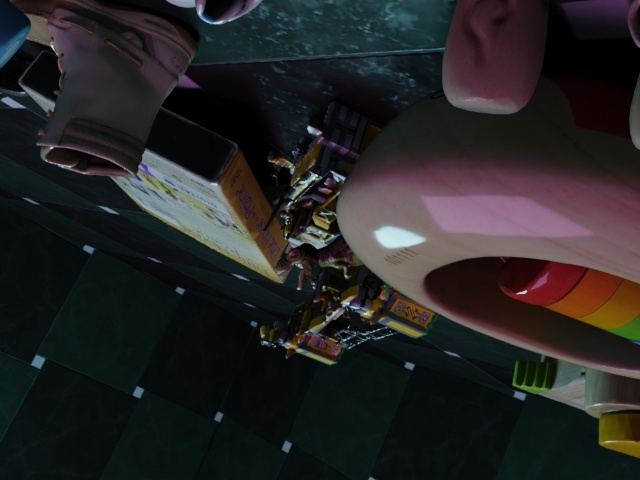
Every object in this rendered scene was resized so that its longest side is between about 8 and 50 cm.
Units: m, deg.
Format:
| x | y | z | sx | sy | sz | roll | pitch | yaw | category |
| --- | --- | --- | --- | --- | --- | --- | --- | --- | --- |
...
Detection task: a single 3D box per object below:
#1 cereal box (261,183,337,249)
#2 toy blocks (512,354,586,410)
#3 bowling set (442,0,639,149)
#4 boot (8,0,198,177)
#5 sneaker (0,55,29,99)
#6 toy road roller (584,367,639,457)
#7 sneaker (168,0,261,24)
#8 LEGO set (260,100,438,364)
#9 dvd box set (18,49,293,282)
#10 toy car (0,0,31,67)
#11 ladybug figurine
| x | y | z | sx | sy | sz | roll | pitch | yaw | category |
| --- | --- | --- | --- | --- | --- | --- | --- | --- | --- |
| -0.028 | -0.032 | 1.134 | 0.173 | 0.047 | 0.240 | 29 | 164 | -29 | cereal box |
| 0.557 | 0.234 | 1.142 | 0.382 | 0.190 | 0.261 | 21 | 156 | -8 | toy blocks |
| 0.211 | -0.114 | 0.312 | 0.287 | 0.154 | 0.200 | 11 | -177 | 30 | bowling set |
| -0.246 | -0.156 | 0.689 | 0.213 | 0.165 | 0.077 | 17 | 167 | 14 | boot |
| -0.450 | -0.228 | 0.969 | 0.170 | 0.051 | 0.089 | 22 | 168 | 12 | sneaker |
| 0.518 | 0.174 | 0.856 | 0.330 | 0.202 | 0.240 | 19 | 156 | -19 | toy road roller |
| -0.078 | -0.189 | 0.492 | 0.071 | 0.082 | 0.191 | 26 | 167 | -32 | sneaker |
| 0.000 | 0.000 | 0.795 | 0.192 | 0.254 | 0.331 | 24 | 163 | -15 | LEGO set |
| -0.205 | -0.082 | 1.014 | 0.308 | 0.062 | 0.420 | 27 | 167 | 17 | dvd box set |
| -0.344 | -0.226 | 0.520 | 0.219 | 0.210 | 0.238 | 41 | 145 | -17 | toy car |
| 0.235 | -0.003 | 0.560 | 0.450 | 0.161 | 0.305 | 21 | 158 | -15 | ladybug figurine |
